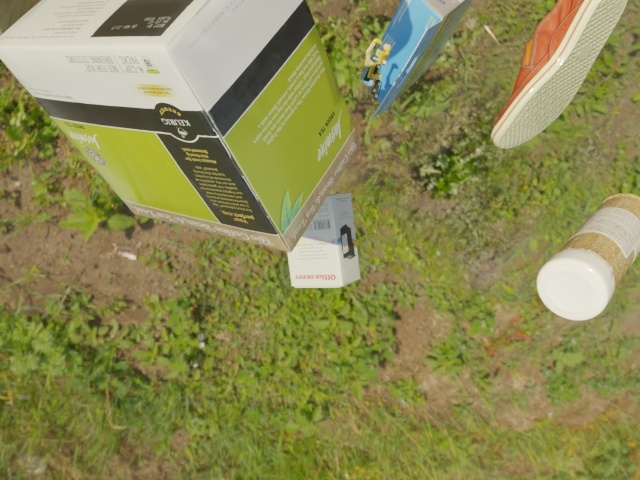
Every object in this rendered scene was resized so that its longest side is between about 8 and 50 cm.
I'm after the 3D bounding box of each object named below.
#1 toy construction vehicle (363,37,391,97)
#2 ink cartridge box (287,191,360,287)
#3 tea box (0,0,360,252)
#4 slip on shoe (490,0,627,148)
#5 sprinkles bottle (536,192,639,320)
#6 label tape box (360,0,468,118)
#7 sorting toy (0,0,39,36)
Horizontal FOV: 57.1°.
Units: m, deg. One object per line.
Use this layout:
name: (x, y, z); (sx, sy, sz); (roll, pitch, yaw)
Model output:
toy construction vehicle: (0.101, -0.328, 1.115); (0.035, 0.086, 0.098); (12, 115, -8)
ink cartridge box: (0.000, 0.000, 1.155); (0.127, 0.072, 0.175); (-3, 97, 36)
tea box: (-0.172, -0.187, 0.787); (0.329, 0.220, 0.324); (13, 147, 33)
slip on shoe: (0.410, -0.316, 1.063); (0.123, 0.101, 0.331); (5, 123, -39)
sprinkles bottle: (0.535, 0.019, 1.122); (0.355, 0.121, 0.121); (-31, 143, -43)
label tape box: (0.206, -0.456, 1.327); (0.115, 0.348, 0.249); (38, 137, 5)
sorting toy: (-0.596, -0.531, 1.084); (0.089, 0.257, 0.255); (15, 154, -8)
